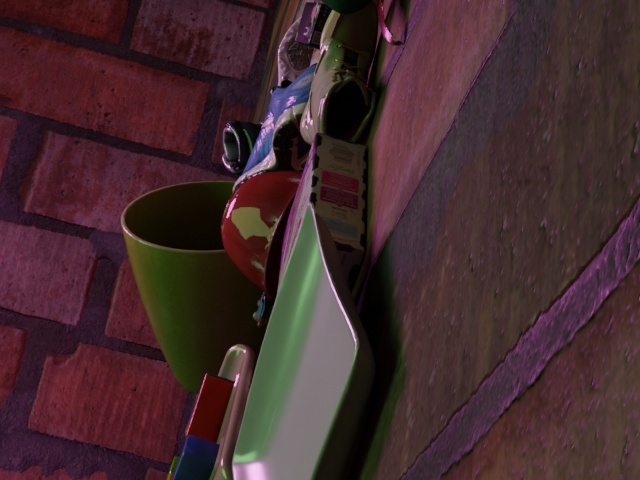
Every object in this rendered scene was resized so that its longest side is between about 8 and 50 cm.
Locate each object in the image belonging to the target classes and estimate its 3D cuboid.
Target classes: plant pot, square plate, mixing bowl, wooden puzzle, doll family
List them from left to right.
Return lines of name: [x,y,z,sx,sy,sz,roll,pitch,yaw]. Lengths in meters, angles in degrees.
wooden puzzle: [-0.180,0.349,1.941,0.348,0.080,0.322,-92,21,-64]
plant pot: [-0.175,0.090,2.256,0.275,0.274,0.293,-91,1,-65]
mixing bowl: [-0.069,-0.023,1.880,0.181,0.098,0.181,-53,-23,-35]
doll family: [-0.052,0.039,2.038,0.111,0.076,0.193,133,145,-67]
square plate: [-0.019,0.180,1.425,0.344,0.049,0.347,-107,32,-65]

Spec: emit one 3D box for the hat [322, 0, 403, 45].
hat: [0.048,-0.296,1.778,0.208,0.173,0.184,-3,-104,-62]

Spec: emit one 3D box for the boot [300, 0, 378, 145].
boot: [0.036,-0.215,1.801,0.165,0.077,0.213,-132,60,-78]

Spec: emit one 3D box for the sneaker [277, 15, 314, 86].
sneaker: [-0.042,-0.301,2.554,0.115,0.090,0.232,-111,36,-84]

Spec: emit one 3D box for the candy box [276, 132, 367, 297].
candy box: [0.000,0.000,1.668,0.233,0.071,0.159,-87,14,-56]

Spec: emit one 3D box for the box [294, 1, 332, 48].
box: [0.004,-0.304,2.002,0.083,0.052,0.062,-144,71,-71]

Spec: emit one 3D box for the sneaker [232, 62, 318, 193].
sneaker: [-0.031,-0.146,2.060,0.330,0.129,0.147,130,157,-56]

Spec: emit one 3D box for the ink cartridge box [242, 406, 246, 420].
ink cartridge box: [-0.092,0.302,1.925,0.189,0.066,0.232,-87,21,-58]

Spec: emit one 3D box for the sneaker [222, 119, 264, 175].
sneaker: [-0.083,-0.182,2.316,0.268,0.153,0.101,-87,4,-54]

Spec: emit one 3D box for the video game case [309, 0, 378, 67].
video game case: [0.047,-0.349,2.036,0.212,0.023,0.193,180,104,-71]
